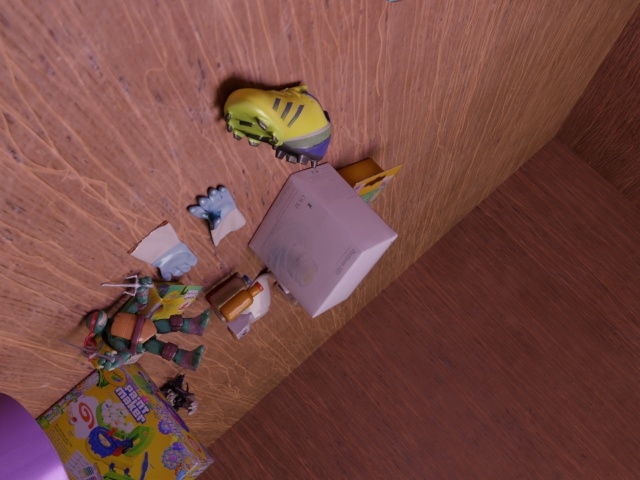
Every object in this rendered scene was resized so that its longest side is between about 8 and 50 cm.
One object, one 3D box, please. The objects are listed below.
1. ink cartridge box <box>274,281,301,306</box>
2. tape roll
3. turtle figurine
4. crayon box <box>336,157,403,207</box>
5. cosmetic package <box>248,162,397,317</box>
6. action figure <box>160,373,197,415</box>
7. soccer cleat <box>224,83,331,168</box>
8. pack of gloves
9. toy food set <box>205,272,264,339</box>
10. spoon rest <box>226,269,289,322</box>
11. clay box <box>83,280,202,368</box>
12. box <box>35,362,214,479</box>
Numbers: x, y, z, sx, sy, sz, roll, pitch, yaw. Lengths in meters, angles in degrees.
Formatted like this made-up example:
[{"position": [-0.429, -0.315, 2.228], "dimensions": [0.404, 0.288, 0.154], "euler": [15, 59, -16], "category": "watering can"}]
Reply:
[{"position": [-0.011, 0.102, 1.910], "dimensions": [0.193, 0.088, 0.234], "euler": [-46, 165, 4], "category": "ink cartridge box"}, {"position": [-0.505, 0.386, 1.048], "dimensions": [0.090, 0.275, 0.275], "euler": [-28, 159, -46], "category": "tape roll"}, {"position": [-0.319, 0.151, 1.141], "dimensions": [0.118, 0.234, 0.175], "euler": [136, -35, -62], "category": "turtle figurine"}, {"position": [0.038, -0.074, 1.561], "dimensions": [0.203, 0.083, 0.323], "euler": [-26, 158, -48], "category": "crayon box"}, {"position": [0.000, 0.000, 1.389], "dimensions": [0.138, 0.225, 0.224], "euler": [-26, 157, -49], "category": "cosmetic package"}, {"position": [-0.417, 0.461, 1.761], "dimensions": [0.164, 0.141, 0.275], "euler": [-60, 160, 15], "category": "action figure"}, {"position": [-0.061, -0.196, 1.013], "dimensions": [0.289, 0.093, 0.121], "euler": [17, 89, -68], "category": "soccer cleat"}, {"position": [-0.218, 0.002, 1.182], "dimensions": [0.195, 0.046, 0.232], "euler": [-42, 165, -8], "category": "pack of gloves"}, {"position": [-0.189, 0.146, 1.521], "dimensions": [0.104, 0.111, 0.232], "euler": [-39, 162, -14], "category": "toy food set"}, {"position": [-0.157, 0.148, 1.717], "dimensions": [0.137, 0.084, 0.276], "euler": [-26, 171, -44], "category": "spoon rest"}, {"position": [-0.338, 0.151, 1.265], "dimensions": [0.222, 0.053, 0.127], "euler": [-47, 164, 9], "category": "clay box"}, {"position": [-0.433, 0.450, 1.384], "dimensions": [0.279, 0.290, 0.177], "euler": [-40, 165, -9], "category": "box"}]
